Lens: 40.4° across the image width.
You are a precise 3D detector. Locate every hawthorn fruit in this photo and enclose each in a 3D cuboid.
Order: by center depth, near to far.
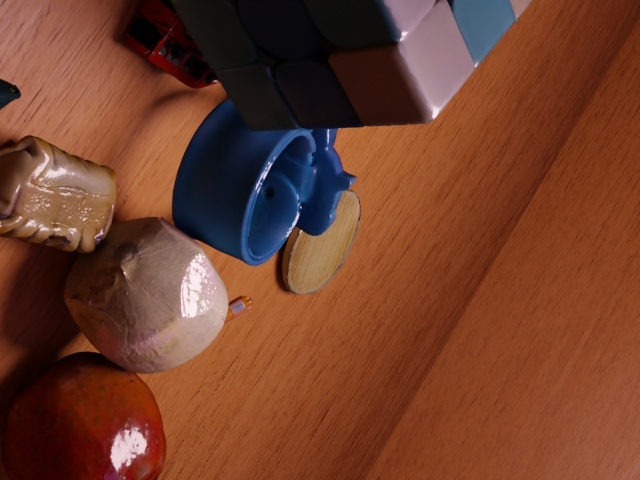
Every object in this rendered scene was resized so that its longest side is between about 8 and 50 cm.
[{"bbox_3d":[-0.328,0.327,1.310,0.254,0.300,0.254,-43,159,-21],"label":"hawthorn fruit"}]

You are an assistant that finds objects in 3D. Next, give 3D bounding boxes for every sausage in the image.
[{"bbox_3d":[-0.170,0.136,1.718,0.107,0.031,0.031,-27,137,-49],"label":"sausage"}]

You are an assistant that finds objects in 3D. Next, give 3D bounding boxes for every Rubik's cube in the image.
[{"bbox_3d":[0.032,-0.375,1.121,0.347,0.347,0.344,-51,125,-32],"label":"Rubik's cube"}]

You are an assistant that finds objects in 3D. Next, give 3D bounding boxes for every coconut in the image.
[{"bbox_3d":[-0.261,0.074,1.286,0.227,0.227,0.230,-52,152,-19],"label":"coconut"}]

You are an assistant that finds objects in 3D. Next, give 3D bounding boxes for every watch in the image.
[{"bbox_3d":[-0.091,-0.124,1.344,0.274,0.242,0.305,-40,147,-54],"label":"watch"}]

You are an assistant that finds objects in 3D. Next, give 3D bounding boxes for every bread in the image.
[{"bbox_3d":[-0.359,-0.058,1.145,0.225,0.081,0.134,25,88,-62],"label":"bread"},{"bbox_3d":[0.000,0.000,1.880,0.267,0.040,0.267,-42,148,-34],"label":"bread"}]

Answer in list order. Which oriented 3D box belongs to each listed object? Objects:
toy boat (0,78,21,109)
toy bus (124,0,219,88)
[{"bbox_3d":[-0.414,-0.180,0.917,0.103,0.093,0.246,-60,154,12],"label":"toy boat"},{"bbox_3d":[-0.188,-0.274,1.251,0.089,0.081,0.195,-54,154,6],"label":"toy bus"}]
